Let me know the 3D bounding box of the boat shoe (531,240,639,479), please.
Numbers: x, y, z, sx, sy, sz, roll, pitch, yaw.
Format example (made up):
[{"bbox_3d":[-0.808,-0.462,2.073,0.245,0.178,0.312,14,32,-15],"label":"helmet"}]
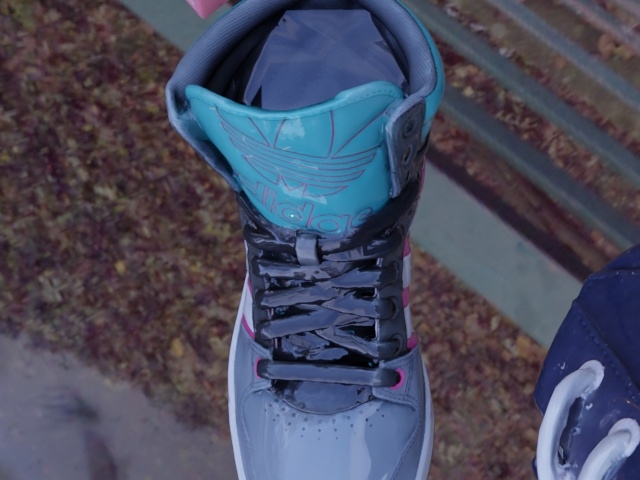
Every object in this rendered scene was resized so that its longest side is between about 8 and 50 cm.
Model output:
[{"bbox_3d":[0.111,0.107,0.318,0.158,0.340,0.127,23,129,30],"label":"boat shoe"}]

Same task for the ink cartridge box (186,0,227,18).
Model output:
[{"bbox_3d":[-0.038,-0.199,0.502,0.115,0.198,0.067,-39,79,-9],"label":"ink cartridge box"}]

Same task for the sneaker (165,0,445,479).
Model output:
[{"bbox_3d":[0.000,0.000,0.498,0.123,0.178,0.295,-3,68,11],"label":"sneaker"}]
